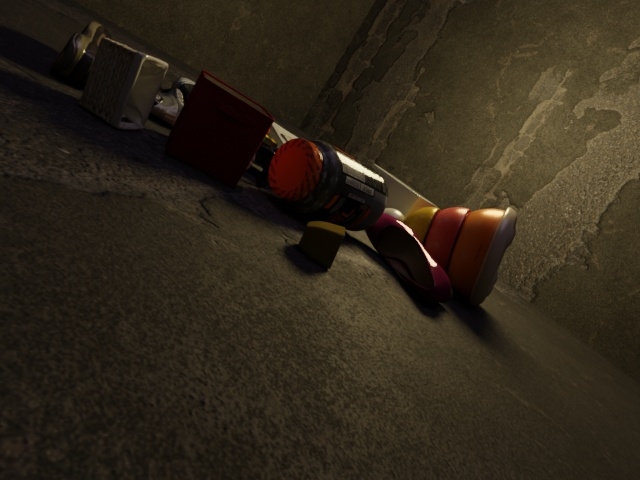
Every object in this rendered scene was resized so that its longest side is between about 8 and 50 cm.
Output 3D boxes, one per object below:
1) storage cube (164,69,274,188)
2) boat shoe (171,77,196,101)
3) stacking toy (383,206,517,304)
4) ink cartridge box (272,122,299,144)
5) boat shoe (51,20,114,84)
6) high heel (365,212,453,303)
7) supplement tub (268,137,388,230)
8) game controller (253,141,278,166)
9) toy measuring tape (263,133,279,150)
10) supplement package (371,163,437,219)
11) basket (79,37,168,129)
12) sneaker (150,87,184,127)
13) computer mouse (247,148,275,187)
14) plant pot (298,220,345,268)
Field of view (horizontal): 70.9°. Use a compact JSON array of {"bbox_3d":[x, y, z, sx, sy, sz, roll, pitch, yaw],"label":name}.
[{"bbox_3d":[-0.247,-0.273,1.095,0.183,0.193,0.215,27,15,-25],"label":"storage cube"},{"bbox_3d":[-0.439,-0.552,1.806,0.119,0.121,0.335,48,29,22],"label":"boat shoe"},{"bbox_3d":[0.407,-0.015,1.583,0.480,0.350,0.350,23,9,22],"label":"stacking toy"},{"bbox_3d":[-0.090,-0.332,1.723,0.239,0.060,0.275,24,25,-38],"label":"ink cartridge box"},{"bbox_3d":[-0.587,-0.467,1.175,0.130,0.132,0.355,37,19,-31],"label":"boat shoe"},{"bbox_3d":[0.232,0.023,1.280,0.377,0.127,0.181,45,7,29],"label":"high heel"},{"bbox_3d":[0.026,-0.155,1.275,0.338,0.207,0.207,16,22,-49],"label":"supplement tub"},{"bbox_3d":[-0.194,-0.268,1.366,0.319,0.067,0.166,27,-3,-12],"label":"game controller"},{"bbox_3d":[-0.216,-0.377,1.698,0.121,0.121,0.330,42,8,29],"label":"toy measuring tape"},{"bbox_3d":[0.300,-0.149,1.873,0.263,0.199,0.198,43,16,33],"label":"supplement package"},{"bbox_3d":[-0.426,-0.338,0.974,0.103,0.167,0.113,29,14,1],"label":"basket"},{"bbox_3d":[-0.463,-0.403,1.275,0.132,0.086,0.228,19,21,-38],"label":"sneaker"},{"bbox_3d":[-0.220,-0.232,1.244,0.193,0.106,0.042,26,7,3],"label":"computer mouse"},{"bbox_3d":[0.000,0.000,0.973,0.083,0.081,0.081,23,15,-1],"label":"plant pot"}]
